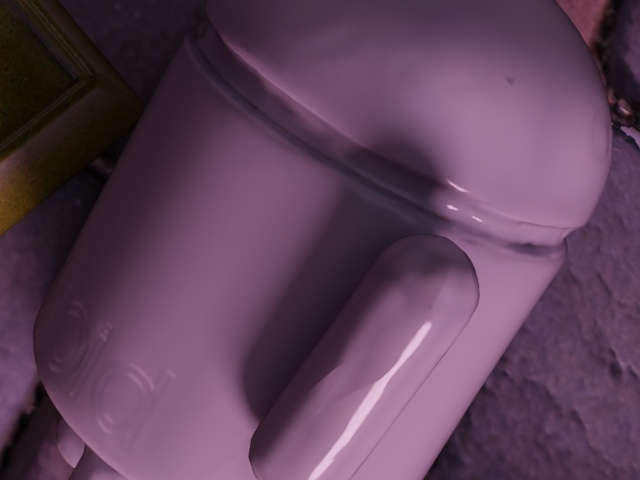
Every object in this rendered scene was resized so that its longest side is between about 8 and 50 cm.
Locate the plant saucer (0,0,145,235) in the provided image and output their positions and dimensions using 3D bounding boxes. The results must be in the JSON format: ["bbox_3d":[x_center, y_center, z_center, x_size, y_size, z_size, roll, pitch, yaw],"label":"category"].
[{"bbox_3d":[-0.205,-0.089,0.772,0.188,0.045,0.188,-44,98,-27],"label":"plant saucer"}]

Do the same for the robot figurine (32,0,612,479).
[{"bbox_3d":[0.000,0.000,0.709,0.200,0.300,0.353,23,108,-22],"label":"robot figurine"}]
